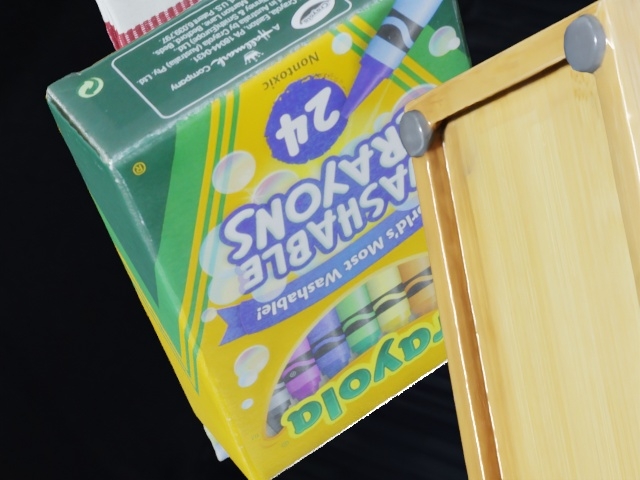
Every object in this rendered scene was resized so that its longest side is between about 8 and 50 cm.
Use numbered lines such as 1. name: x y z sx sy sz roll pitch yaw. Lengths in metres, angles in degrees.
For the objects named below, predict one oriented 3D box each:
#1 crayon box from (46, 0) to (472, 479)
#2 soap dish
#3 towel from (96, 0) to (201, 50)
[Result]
1. crayon box: 0.000 0.000 0.969 0.203 0.083 0.323 -33 -43 -13
2. soap dish: 0.142 0.030 0.768 0.118 0.229 0.291 -8 -96 -25
3. towel: -0.099 -0.274 1.465 0.237 0.037 0.329 -31 -62 -16
